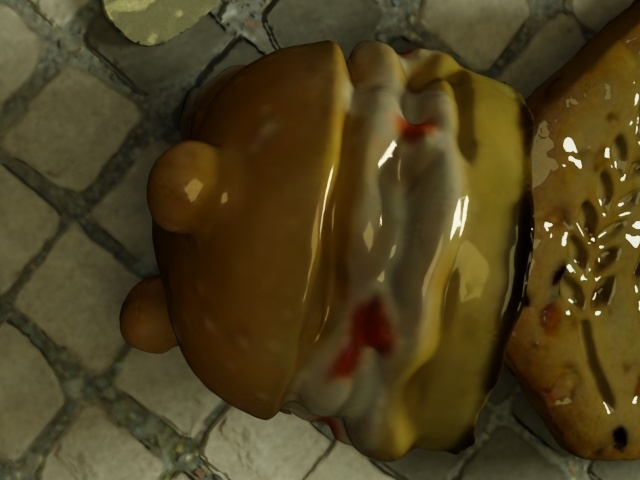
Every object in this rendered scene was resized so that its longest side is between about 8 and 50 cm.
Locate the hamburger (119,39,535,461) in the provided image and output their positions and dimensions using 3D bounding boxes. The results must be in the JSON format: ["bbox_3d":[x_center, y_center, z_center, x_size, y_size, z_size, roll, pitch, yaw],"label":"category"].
[{"bbox_3d":[0.000,0.000,1.232,0.236,0.276,0.276,8,96,-6],"label":"hamburger"}]

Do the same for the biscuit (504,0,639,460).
[{"bbox_3d":[0.263,-0.004,1.379,0.359,0.046,0.359,-9,108,-28],"label":"biscuit"}]

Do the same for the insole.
[{"bbox_3d":[-0.048,-0.225,1.305,0.248,0.011,0.081,-44,107,-7],"label":"insole"}]
